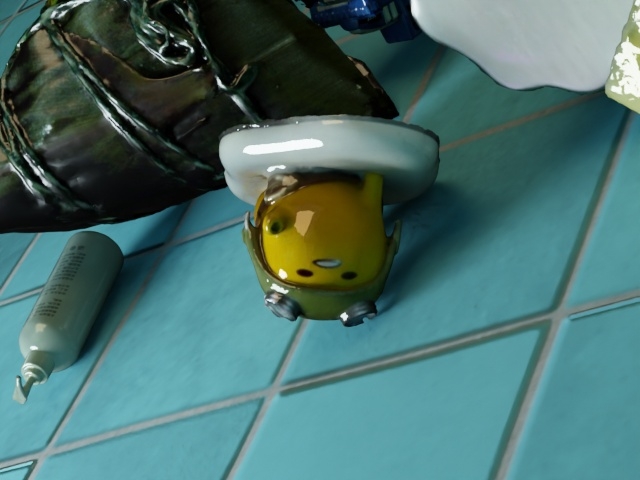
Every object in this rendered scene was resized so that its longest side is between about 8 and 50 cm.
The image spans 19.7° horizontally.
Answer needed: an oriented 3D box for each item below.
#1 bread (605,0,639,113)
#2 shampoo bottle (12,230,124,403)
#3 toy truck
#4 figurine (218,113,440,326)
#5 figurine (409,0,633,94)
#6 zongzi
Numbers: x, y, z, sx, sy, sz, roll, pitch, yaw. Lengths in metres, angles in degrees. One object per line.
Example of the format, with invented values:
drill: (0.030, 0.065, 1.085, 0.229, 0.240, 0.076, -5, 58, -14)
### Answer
bread: (0.272, -0.182, 1.117, 0.178, 0.142, 0.266, -105, 23, -54)
shampoo bottle: (-0.225, 0.072, 1.583, 0.056, 0.056, 0.195, -23, 30, 33)
toy truck: (0.079, -0.253, 1.609, 0.208, 0.126, 0.113, -39, 20, -31)
figurine: (0.000, 0.000, 1.366, 0.250, 0.166, 0.141, 140, 135, -75)
figurine: (0.206, -0.273, 1.329, 0.340, 0.231, 0.323, -53, -6, -48)
zongzi: (-0.158, -0.130, 1.676, 0.383, 0.319, 0.362, -38, -1, 15)
